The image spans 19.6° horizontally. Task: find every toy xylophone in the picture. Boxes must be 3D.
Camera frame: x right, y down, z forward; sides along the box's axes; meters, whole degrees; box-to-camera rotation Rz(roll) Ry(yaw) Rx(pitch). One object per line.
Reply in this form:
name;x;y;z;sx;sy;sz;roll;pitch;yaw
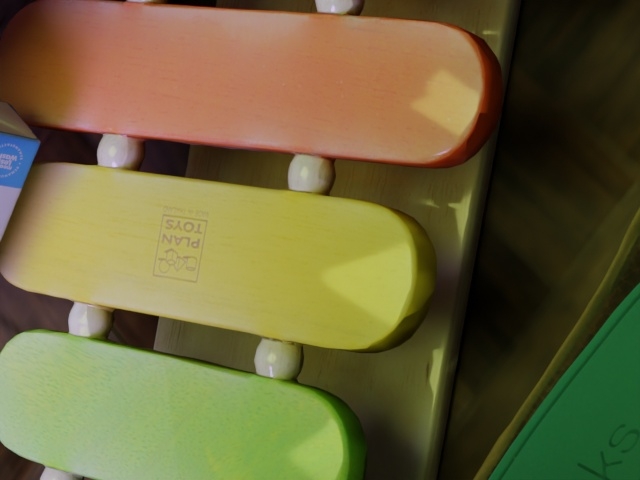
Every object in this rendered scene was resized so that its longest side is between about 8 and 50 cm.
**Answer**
toy xylophone;0.000;0.000;0.530;0.236;0.081;0.323;-1;82;37

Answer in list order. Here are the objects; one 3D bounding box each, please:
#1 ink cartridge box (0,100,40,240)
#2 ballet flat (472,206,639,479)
ink cartridge box;-0.122;-0.003;0.548;0.028;0.048;0.083;45;117;47
ballet flat;0.110;0.012;0.445;0.080;0.073;0.232;33;81;37
